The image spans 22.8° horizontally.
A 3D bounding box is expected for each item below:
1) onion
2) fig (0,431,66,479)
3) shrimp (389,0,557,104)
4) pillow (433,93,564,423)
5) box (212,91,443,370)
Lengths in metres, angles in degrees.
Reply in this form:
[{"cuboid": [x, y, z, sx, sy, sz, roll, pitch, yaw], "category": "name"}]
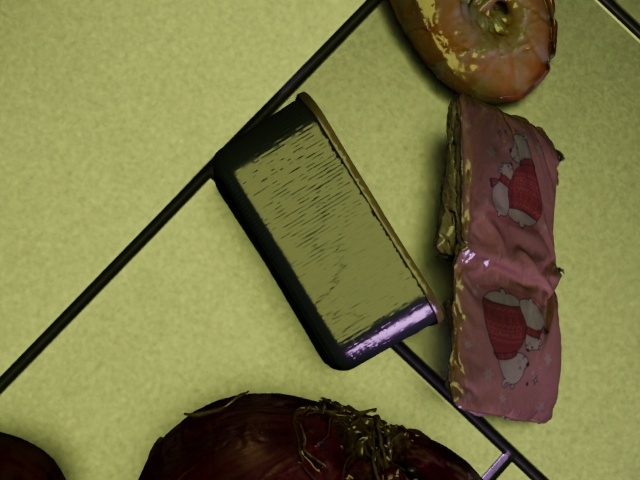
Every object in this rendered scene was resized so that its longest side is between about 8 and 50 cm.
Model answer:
[{"cuboid": [-0.003, 0.221, 1.152, 0.281, 0.221, 0.280, -5, 114, -12], "category": "onion"}, {"cuboid": [-0.313, 0.238, 1.170, 0.290, 0.191, 0.190, -13, 83, 34], "category": "fig"}, {"cuboid": [0.111, -0.221, 1.294, 0.133, 0.053, 0.236, -33, 91, -7], "category": "shrimp"}, {"cuboid": [0.139, 0.017, 1.246, 0.135, 0.049, 0.248, 12, 76, -42], "category": "pillow"}, {"cuboid": [0.000, 0.000, 1.212, 0.090, 0.144, 0.201, -32, 89, -5], "category": "box"}]
